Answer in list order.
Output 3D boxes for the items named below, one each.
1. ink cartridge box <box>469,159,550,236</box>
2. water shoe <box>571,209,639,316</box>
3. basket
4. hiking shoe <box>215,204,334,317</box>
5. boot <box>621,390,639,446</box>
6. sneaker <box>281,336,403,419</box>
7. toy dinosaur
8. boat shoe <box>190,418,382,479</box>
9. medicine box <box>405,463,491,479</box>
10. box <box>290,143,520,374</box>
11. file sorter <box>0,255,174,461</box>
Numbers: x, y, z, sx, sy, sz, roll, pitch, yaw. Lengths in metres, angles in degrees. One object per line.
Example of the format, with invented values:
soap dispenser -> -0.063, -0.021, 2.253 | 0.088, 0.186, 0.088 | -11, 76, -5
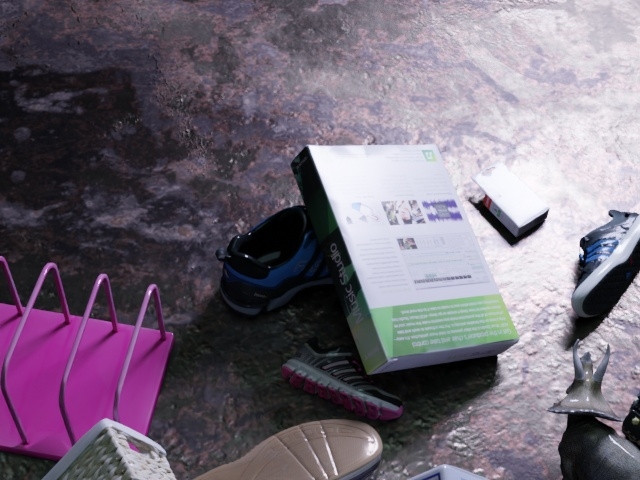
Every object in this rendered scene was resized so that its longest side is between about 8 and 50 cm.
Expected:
ink cartridge box -> 0.281, -0.064, 1.655 | 0.063, 0.029, 0.115 | -31, 61, -20
water shoe -> 0.400, 0.033, 1.581 | 0.080, 0.073, 0.203 | 21, 50, 38
basket -> -0.253, 0.310, 1.282 | 0.167, 0.113, 0.103 | -46, 47, 3
hiking shoe -> 0.000, 0.000, 1.538 | 0.304, 0.132, 0.113 | -29, 62, -20
boot -> 0.454, 0.247, 1.339 | 0.179, 0.236, 0.085 | 31, 83, 23
sneaker -> 0.037, 0.178, 1.459 | 0.170, 0.063, 0.074 | 21, 63, 18
toy dinosaur -> 0.359, 0.291, 1.336 | 0.121, 0.160, 0.313 | -22, 58, -16
boat shoe -> -0.056, 0.309, 1.350 | 0.285, 0.092, 0.103 | -23, 40, -14
medicine box -> 0.092, 0.424, 1.162 | 0.263, 0.149, 0.289 | -31, 50, 31
box -> 0.113, 0.016, 1.497 | 0.232, 0.058, 0.322 | -3, 61, -34
file sorter -> -0.356, 0.143, 1.396 | 0.291, 0.182, 0.202 | 9, 55, 4
